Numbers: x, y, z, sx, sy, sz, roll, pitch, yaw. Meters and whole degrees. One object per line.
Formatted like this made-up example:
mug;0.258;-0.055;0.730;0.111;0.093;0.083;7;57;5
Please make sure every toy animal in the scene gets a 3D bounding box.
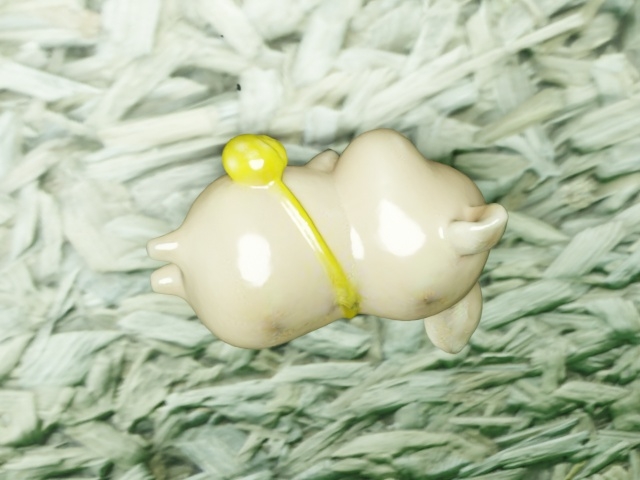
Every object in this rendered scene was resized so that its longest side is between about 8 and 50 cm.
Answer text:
toy animal;0.000;0.000;1.283;0.248;0.149;0.165;-4;158;-4
